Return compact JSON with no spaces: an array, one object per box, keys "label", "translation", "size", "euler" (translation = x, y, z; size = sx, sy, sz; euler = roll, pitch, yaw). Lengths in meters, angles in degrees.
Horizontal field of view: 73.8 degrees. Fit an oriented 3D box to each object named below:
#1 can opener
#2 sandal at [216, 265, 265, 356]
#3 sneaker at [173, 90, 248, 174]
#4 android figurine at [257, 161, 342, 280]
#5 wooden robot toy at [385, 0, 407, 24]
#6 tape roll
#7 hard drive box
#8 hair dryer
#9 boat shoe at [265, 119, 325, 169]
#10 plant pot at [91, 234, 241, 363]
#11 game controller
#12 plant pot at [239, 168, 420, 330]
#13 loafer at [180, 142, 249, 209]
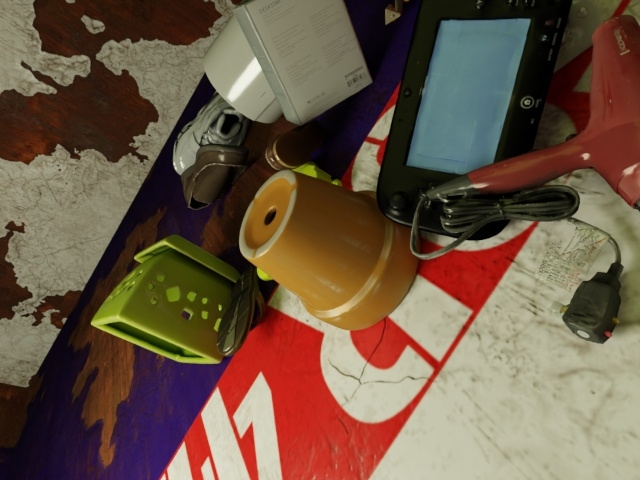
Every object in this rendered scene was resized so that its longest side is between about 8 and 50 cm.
[{"label":"can opener","translation":[0.225,-0.206,0.565],"size":[0.280,0.074,0.093],"euler":[-37,6,30]},{"label":"sandal","translation":[-0.142,0.134,0.821],"size":[0.090,0.060,0.219],"euler":[-42,23,19]},{"label":"sneaker","translation":[-0.359,-0.331,1.378],"size":[0.366,0.137,0.210],"euler":[-48,32,15]},{"label":"android figurine","translation":[-0.060,-0.046,0.834],"size":[0.273,0.056,0.248],"euler":[-20,51,47]},{"label":"wooden robot toy","translation":[0.186,-0.502,0.847],"size":[0.079,0.076,0.173],"euler":[15,76,21]},{"label":"tape roll","translation":[-0.145,-0.444,1.072],"size":[0.169,0.246,0.246],"euler":[-35,41,34]},{"label":"hard drive box","translation":[-0.028,-0.372,0.819],"size":[0.181,0.232,0.089],"euler":[-33,33,-9]},{"label":"hair dryer","translation":[0.224,-0.078,0.396],"size":[0.223,0.080,0.293],"euler":[33,92,34]},{"label":"boat shoe","translation":[-0.057,-0.185,0.861],"size":[0.073,0.073,0.207],"euler":[-18,15,31]},{"label":"plant pot","translation":[-0.313,0.125,0.913],"size":[0.228,0.227,0.207],"euler":[-18,46,48]},{"label":"game controller","translation":[0.171,-0.164,0.499],"size":[0.166,0.067,0.319],"euler":[17,98,37]},{"label":"plant pot","translation":[0.000,0.000,0.595],"size":[0.205,0.188,0.205],"euler":[-33,42,36]},{"label":"loafer","translation":[-0.298,-0.171,1.215],"size":[0.366,0.134,0.130],"euler":[-19,74,59]}]
